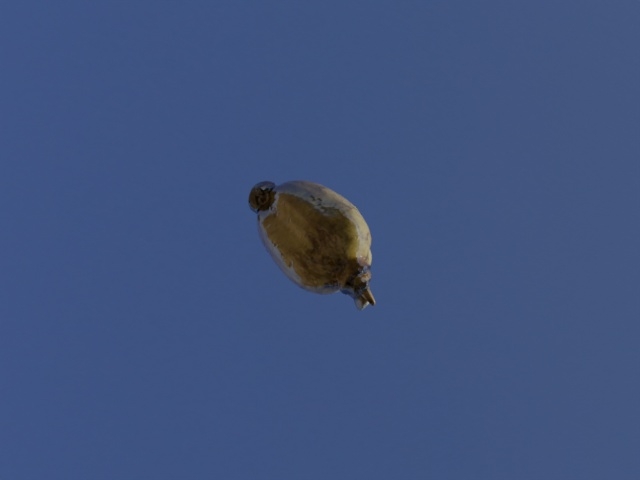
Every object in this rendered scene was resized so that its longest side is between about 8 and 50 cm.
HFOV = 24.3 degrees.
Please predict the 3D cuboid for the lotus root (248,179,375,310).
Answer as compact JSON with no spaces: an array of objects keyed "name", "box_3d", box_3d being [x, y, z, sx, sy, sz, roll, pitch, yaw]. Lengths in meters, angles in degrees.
[{"name":"lotus root","box_3d":[0.000,0.000,1.097,0.072,0.063,0.152,-47,-131,5]}]
